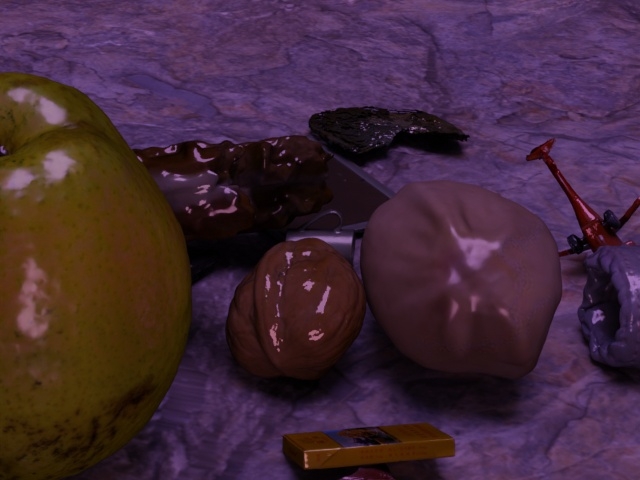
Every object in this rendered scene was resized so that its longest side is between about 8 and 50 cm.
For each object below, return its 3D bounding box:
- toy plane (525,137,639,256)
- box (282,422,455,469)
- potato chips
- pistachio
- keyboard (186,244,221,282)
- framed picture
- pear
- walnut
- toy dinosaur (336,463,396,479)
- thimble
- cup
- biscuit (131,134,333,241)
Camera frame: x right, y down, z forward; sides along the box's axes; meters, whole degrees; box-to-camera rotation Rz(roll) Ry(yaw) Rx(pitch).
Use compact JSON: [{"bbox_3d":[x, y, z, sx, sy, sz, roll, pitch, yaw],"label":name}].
[{"bbox_3d":[0.333,-0.037,2.071,0.126,0.194,0.077,-15,2,13],"label":"toy plane"},{"bbox_3d":[0.047,0.203,1.669,0.155,0.023,0.087,-3,9,-16],"label":"box"},{"bbox_3d":[0.094,-0.158,2.375,0.220,0.029,0.202,1,18,-10],"label":"potato chips"},{"bbox_3d":[0.149,0.038,1.843,0.208,0.226,0.332,-36,21,-6],"label":"pistachio"},{"bbox_3d":[-0.206,0.055,1.942,0.072,0.023,0.231,13,27,29],"label":"keyboard"},{"bbox_3d":[-0.026,-0.066,2.207,0.216,0.016,0.273,-11,32,-30],"label":"framed picture"},{"bbox_3d":[-0.300,0.026,1.608,0.391,0.391,0.391,4,28,-2],"label":"pear"},{"bbox_3d":[-0.024,0.077,1.806,0.167,0.149,0.166,-25,33,17],"label":"walnut"},{"bbox_3d":[0.024,0.256,1.580,0.108,0.032,0.220,12,26,15],"label":"toy dinosaur"},{"bbox_3d":[0.363,0.073,1.887,0.118,0.127,0.151,1,22,-11],"label":"thimble"},{"bbox_3d":[-0.001,0.005,2.017,0.083,0.075,0.054,4,46,3],"label":"cup"},{"bbox_3d":[-0.153,-0.052,1.922,0.268,0.115,0.366,-8,0,21],"label":"biscuit"}]
